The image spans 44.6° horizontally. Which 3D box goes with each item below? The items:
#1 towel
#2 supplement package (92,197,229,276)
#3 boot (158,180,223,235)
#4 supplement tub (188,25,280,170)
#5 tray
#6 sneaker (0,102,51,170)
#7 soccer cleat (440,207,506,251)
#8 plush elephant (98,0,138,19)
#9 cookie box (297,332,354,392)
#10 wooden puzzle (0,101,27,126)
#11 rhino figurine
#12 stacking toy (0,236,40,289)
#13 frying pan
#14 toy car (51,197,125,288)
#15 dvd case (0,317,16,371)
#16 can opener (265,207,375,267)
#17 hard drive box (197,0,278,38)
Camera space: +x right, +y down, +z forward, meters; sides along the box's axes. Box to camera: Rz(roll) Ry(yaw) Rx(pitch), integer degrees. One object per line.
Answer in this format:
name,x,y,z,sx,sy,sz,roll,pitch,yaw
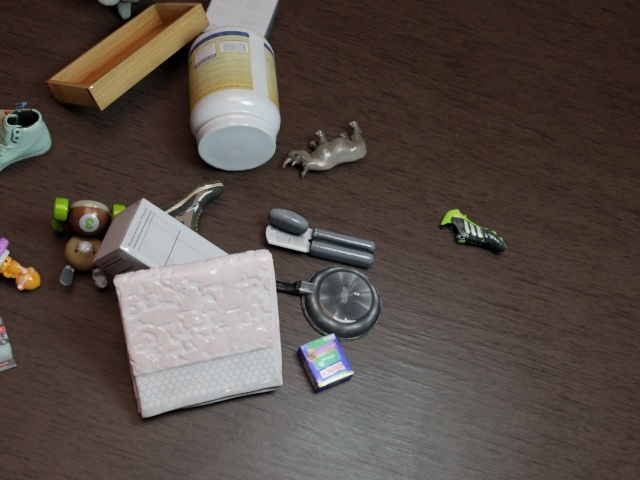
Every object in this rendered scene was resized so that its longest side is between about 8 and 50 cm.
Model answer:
towel,-0.248,0.196,1.659,0.332,0.053,0.317,-10,102,-16
supplement package,-0.349,0.040,1.726,0.244,0.134,0.139,36,53,-27
boot,-0.297,-0.047,1.893,0.198,0.077,0.137,-32,75,-12
supplement tub,-0.221,-0.360,1.991,0.228,0.228,0.316,0,60,-11
tray,-0.500,-0.492,2.052,0.203,0.076,0.411,15,50,39
sneaker,-0.776,-0.236,1.857,0.256,0.151,0.094,-30,71,-23
soccer cleat,0.392,-0.012,2.012,0.179,0.060,0.072,33,69,16
plush elephant,-0.546,-0.737,2.136,0.272,0.330,0.255,-15,79,-27
cookie box,0.011,0.278,1.774,0.092,0.040,0.107,-18,66,-21
wooden puzzle,-0.777,-0.305,1.976,0.078,0.014,0.116,-5,61,-14
rhino figurine,0.012,-0.232,2.053,0.243,0.073,0.106,-20,63,-19
stacking toy,-0.751,0.017,1.718,0.302,0.166,0.175,37,38,-20
frying pan,0.002,0.106,1.872,0.326,0.053,0.197,35,59,6
toy car,-0.534,0.014,1.774,0.155,0.149,0.188,6,70,-19
dvd case,-0.713,0.231,1.677,0.087,0.013,0.119,-19,64,-20
can opener,0.000,0.000,1.911,0.280,0.093,0.074,16,57,-7
hard drive box,-0.231,-0.623,2.223,0.181,0.089,0.232,16,59,-1
